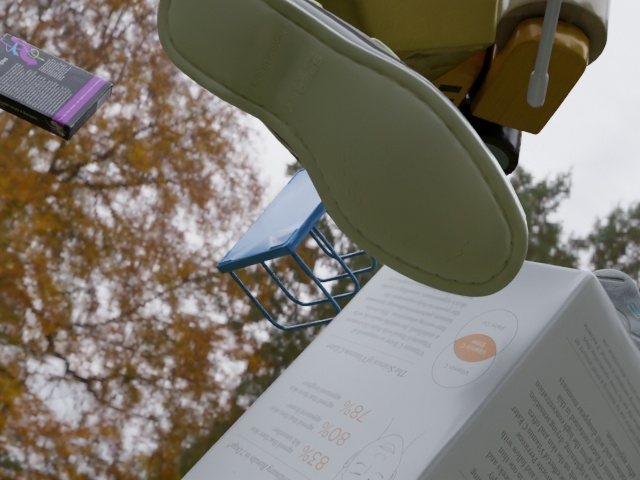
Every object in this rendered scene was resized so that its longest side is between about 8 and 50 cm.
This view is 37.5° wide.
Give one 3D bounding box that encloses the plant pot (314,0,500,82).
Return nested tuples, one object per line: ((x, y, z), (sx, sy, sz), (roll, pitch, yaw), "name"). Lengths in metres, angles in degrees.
((0.055, -0.251, 0.923), (0.212, 0.187, 0.212), (-11, -4, -25), "plant pot")

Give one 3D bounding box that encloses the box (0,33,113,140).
((-0.373, -0.203, 1.238), (0.162, 0.116, 0.029), (27, -47, 1), "box")

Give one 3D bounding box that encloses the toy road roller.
((0.164, -0.236, 1.089), (0.241, 0.202, 0.329), (18, -28, -7), "toy road roller")

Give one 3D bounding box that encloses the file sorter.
((0.000, 0.000, 0.997), (0.118, 0.170, 0.104), (-17, -63, 48), "file sorter")

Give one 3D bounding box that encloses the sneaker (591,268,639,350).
((0.293, 0.094, 0.876), (0.054, 0.152, 0.061), (-10, -51, -6), "sneaker")

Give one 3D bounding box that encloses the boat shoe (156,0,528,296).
((0.023, -0.082, 0.633), (0.305, 0.091, 0.109), (42, -69, 16), "boat shoe")

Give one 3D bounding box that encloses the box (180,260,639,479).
((0.058, 0.183, 0.694), (0.168, 0.345, 0.215), (54, -21, -25), "box")

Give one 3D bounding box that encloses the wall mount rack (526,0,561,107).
((0.326, -0.263, 0.857), (0.350, 0.304, 0.130), (12, -1, 13), "wall mount rack")
